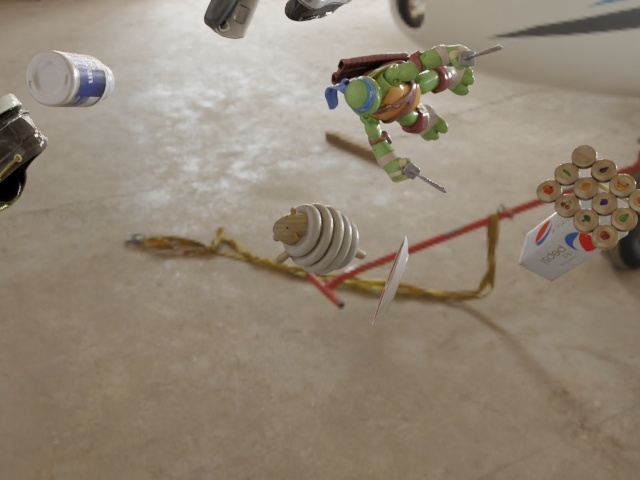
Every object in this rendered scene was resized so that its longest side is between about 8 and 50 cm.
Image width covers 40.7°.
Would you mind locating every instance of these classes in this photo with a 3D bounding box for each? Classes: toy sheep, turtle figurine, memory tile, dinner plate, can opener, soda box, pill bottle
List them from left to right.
[{"bbox_3d":[-0.431,-0.281,1.511,0.094,0.094,0.169,7,10,13],"label":"pill bottle"},{"bbox_3d":[-0.114,-0.466,1.441,0.074,0.280,0.093,23,-11,-11],"label":"can opener"},{"bbox_3d":[0.000,0.000,1.021,0.132,0.091,0.091,16,15,-37],"label":"toy sheep"},{"bbox_3d":[0.106,0.061,1.266,0.017,0.141,0.141,21,31,5],"label":"dinner plate"},{"bbox_3d":[0.166,-0.186,1.271,0.274,0.198,0.266,3,13,27],"label":"turtle figurine"},{"bbox_3d":[0.415,-0.010,1.413,0.074,0.216,0.069,27,62,-7],"label":"soda box"},{"bbox_3d":[0.398,-0.065,1.251,0.113,0.012,0.148,-42,59,-2],"label":"memory tile"}]

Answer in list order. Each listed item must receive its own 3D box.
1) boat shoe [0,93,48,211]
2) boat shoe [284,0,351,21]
[{"bbox_3d":[-0.356,-0.067,0.930,0.069,0.227,0.081,47,50,-3],"label":"boat shoe"},{"bbox_3d":[-0.003,-0.446,1.606,0.080,0.076,0.228,42,30,-1],"label":"boat shoe"}]
